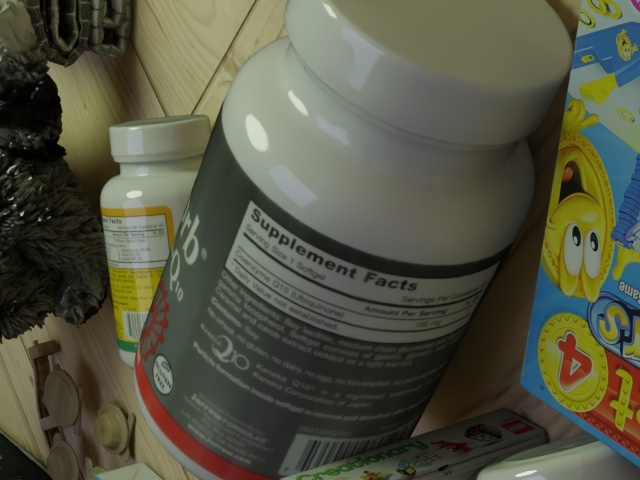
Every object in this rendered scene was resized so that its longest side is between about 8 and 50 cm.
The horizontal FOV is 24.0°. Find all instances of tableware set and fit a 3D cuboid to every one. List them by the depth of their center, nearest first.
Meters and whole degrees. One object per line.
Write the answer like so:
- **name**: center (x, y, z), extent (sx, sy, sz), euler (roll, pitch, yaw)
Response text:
- **tableware set**: center (-0.253, 0.221, 1.623), extent (0.168, 0.020, 0.141), euler (26, 114, 40)

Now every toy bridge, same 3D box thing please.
- **toy bridge**: center (-0.298, 0.203, 1.706), extent (0.063, 0.026, 0.188), euler (-25, 80, 57)

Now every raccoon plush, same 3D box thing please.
- **raccoon plush**: center (-0.398, -0.022, 1.448), extent (0.216, 0.299, 0.446), euler (34, 147, 41)

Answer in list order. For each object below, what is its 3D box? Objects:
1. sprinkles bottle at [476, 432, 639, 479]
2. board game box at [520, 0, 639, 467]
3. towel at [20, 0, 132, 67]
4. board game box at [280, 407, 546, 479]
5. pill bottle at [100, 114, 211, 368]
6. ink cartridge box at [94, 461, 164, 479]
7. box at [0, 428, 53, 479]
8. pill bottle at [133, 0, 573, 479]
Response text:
- **sprinkles bottle**: center (0.197, 0.295, 0.910), extent (0.121, 0.121, 0.355), euler (-22, 81, 56)
- **board game box**: center (0.252, 0.003, 0.768), extent (0.308, 0.086, 0.302), euler (33, 126, 47)
- **towel**: center (-0.280, -0.326, 1.428), extent (0.235, 0.121, 0.284), euler (27, 121, 49)
- **board game box**: center (0.061, 0.283, 1.045), extent (0.053, 0.193, 0.305), euler (26, 121, 50)
- **pill bottle**: center (-0.128, 0.000, 1.306), extent (0.117, 0.117, 0.208), euler (7, 106, 55)
- **ink cartridge box**: center (-0.183, 0.333, 1.544), extent (0.104, 0.060, 0.180), euler (30, 124, 48)
- **box**: center (-0.519, 0.472, 1.887), extent (0.472, 0.297, 0.480), euler (24, 119, 53)
- **pill bottle**: center (0.016, -0.009, 1.000), extent (0.210, 0.210, 0.363), euler (52, 135, 34)
